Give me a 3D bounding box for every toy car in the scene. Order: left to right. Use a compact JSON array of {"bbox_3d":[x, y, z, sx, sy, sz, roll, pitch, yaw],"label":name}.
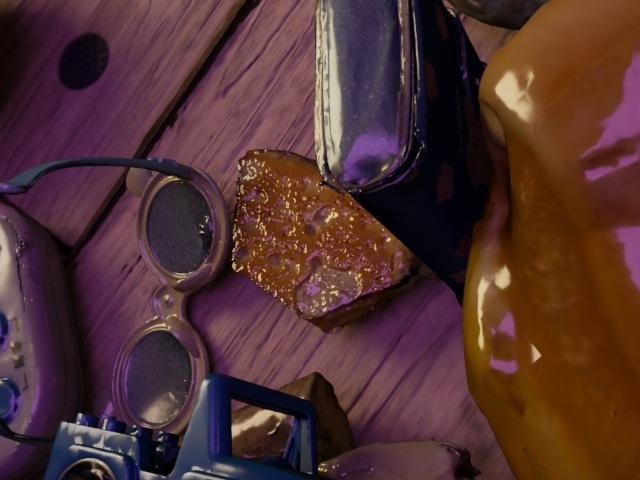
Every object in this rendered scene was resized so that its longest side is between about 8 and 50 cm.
[{"bbox_3d":[-0.054,0.121,0.535,0.191,0.097,0.100,3,75,38],"label":"toy car"}]

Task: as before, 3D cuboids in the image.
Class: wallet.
[{"bbox_3d":[0.062,-0.054,0.564,0.059,0.202,0.141,-12,65,23],"label":"wallet"}]

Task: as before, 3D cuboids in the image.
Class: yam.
[{"bbox_3d":[-0.115,0.168,0.656,0.299,0.066,0.066,-27,65,15],"label":"yam"}]

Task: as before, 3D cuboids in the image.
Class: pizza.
[{"bbox_3d":[0.000,0.000,0.671,0.160,0.036,0.099,31,80,30],"label":"pizza"}]

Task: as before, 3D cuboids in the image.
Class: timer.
[{"bbox_3d":[-0.259,0.084,0.749,0.190,0.069,0.209,-23,67,17],"label":"timer"}]

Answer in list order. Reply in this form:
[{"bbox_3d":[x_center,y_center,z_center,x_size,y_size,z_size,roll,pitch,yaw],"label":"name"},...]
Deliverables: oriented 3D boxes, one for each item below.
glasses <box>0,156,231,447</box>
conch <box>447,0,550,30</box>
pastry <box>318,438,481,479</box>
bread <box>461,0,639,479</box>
[{"bbox_3d":[-0.116,0.042,0.619,0.088,0.220,0.190,9,91,7],"label":"glasses"},{"bbox_3d":[0.113,-0.187,0.644,0.173,0.106,0.116,34,70,11],"label":"conch"},{"bbox_3d":[0.044,0.189,0.564,0.165,0.088,0.166,-7,71,22],"label":"pastry"},{"bbox_3d":[0.255,0.014,0.437,0.394,0.250,0.361,-37,60,15],"label":"bread"}]
